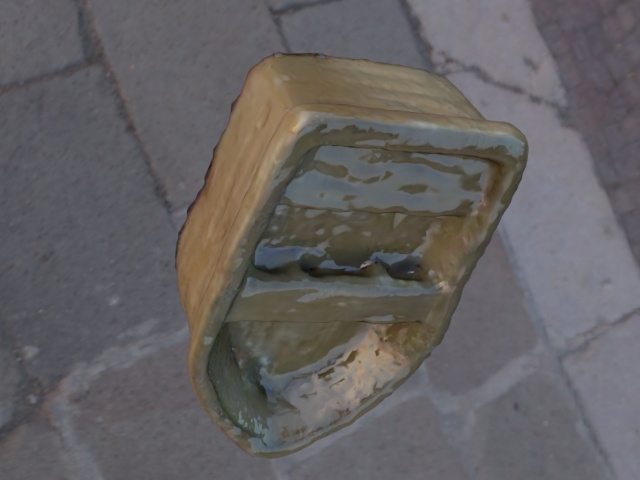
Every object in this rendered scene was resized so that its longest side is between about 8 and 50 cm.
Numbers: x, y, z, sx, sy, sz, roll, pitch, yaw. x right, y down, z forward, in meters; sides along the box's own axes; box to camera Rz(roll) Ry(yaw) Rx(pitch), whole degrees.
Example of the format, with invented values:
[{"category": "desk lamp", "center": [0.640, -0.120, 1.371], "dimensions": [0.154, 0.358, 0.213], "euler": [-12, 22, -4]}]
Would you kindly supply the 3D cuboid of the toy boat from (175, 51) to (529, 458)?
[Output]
[{"category": "toy boat", "center": [-0.001, 0.011, 0.503], "dimensions": [0.116, 0.188, 0.061], "euler": [3, 40, -28]}]
